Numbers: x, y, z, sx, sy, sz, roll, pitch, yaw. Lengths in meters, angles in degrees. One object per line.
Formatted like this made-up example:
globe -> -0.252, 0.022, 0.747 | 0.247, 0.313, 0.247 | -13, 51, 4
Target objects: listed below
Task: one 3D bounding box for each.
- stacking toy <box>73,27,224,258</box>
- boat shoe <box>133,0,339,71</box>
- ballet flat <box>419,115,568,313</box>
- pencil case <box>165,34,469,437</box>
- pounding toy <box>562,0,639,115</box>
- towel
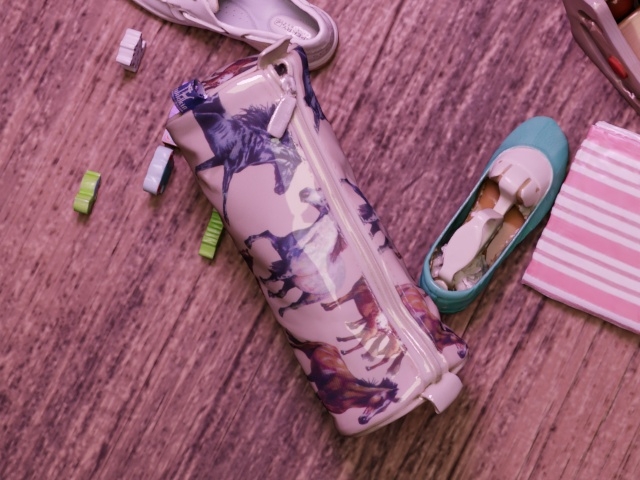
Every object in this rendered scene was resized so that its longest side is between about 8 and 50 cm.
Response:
stacking toy -> -0.161, -0.110, 1.810 | 0.167, 0.052, 0.221 | 17, 83, 6
boat shoe -> -0.109, -0.276, 1.809 | 0.277, 0.096, 0.098 | 23, 84, 7
ballet flat -> 0.189, -0.029, 1.759 | 0.083, 0.087, 0.247 | 34, 84, 8
pencil case -> 0.000, 0.000, 1.698 | 0.160, 0.183, 0.410 | -29, 90, -21
pounding toy -> 0.356, -0.243, 1.748 | 0.155, 0.154, 0.269 | -39, 82, -3
towel -> 0.317, -0.014, 1.766 | 0.144, 0.029, 0.197 | 25, 91, 16
